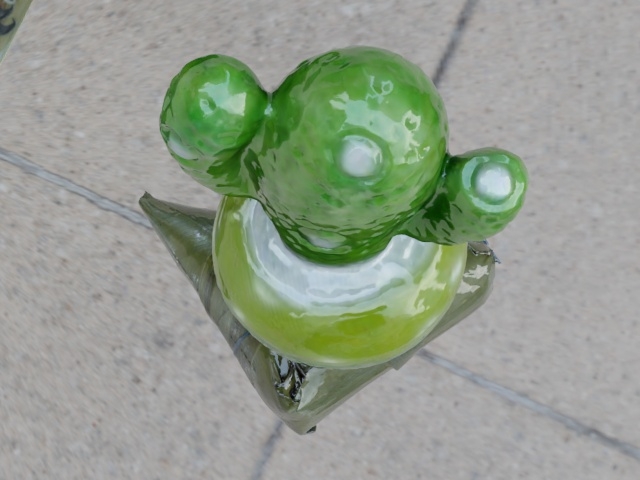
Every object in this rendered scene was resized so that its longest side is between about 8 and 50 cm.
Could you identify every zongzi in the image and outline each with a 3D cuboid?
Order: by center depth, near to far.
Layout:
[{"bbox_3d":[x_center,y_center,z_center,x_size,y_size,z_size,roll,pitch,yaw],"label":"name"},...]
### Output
[{"bbox_3d":[0.000,0.000,1.275,0.251,0.125,0.274,-32,65,-10],"label":"zongzi"}]

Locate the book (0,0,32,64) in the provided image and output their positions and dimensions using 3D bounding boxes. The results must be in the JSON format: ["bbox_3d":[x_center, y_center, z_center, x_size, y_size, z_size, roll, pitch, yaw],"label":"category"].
[{"bbox_3d":[-0.366,-0.284,1.228,0.264,0.027,0.202,26,121,-17],"label":"book"}]

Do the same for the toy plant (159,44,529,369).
[{"bbox_3d":[0.016,-0.026,0.922,0.224,0.316,0.184,13,74,6],"label":"toy plant"}]
